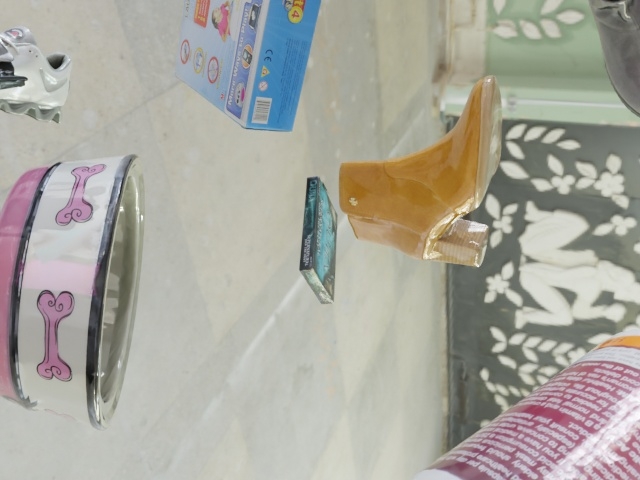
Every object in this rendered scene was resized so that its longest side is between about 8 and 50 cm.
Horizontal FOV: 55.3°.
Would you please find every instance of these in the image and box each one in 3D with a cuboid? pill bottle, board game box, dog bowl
[{"bbox_3d":[0.210,0.259,0.531,0.392,0.224,0.224,-25,128,-23],"label":"pill bottle"},{"bbox_3d":[-0.119,-0.366,0.961,0.086,0.302,0.308,-2,119,-34],"label":"board game box"},{"bbox_3d":[-0.364,0.066,0.907,0.408,0.150,0.408,-174,-90,-79],"label":"dog bowl"},{"bbox_3d":[0.000,0.000,1.054,0.126,0.026,0.186,61,28,-54],"label":"board game box"}]

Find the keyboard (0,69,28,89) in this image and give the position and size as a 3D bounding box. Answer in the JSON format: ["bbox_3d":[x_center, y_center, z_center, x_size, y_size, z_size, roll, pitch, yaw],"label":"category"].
[{"bbox_3d":[-0.525,-0.196,0.690,0.201,0.317,0.033,-50,147,-63],"label":"keyboard"}]

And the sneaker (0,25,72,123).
[{"bbox_3d":[-0.536,-0.287,0.982,0.146,0.122,0.330,-65,167,12],"label":"sneaker"}]

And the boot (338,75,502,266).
[{"bbox_3d":[0.123,-0.089,0.816,0.104,0.211,0.295,-55,150,-42],"label":"boot"}]

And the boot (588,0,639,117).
[{"bbox_3d":[0.444,-0.341,0.892,0.222,0.118,0.338,14,54,-56],"label":"boot"}]
